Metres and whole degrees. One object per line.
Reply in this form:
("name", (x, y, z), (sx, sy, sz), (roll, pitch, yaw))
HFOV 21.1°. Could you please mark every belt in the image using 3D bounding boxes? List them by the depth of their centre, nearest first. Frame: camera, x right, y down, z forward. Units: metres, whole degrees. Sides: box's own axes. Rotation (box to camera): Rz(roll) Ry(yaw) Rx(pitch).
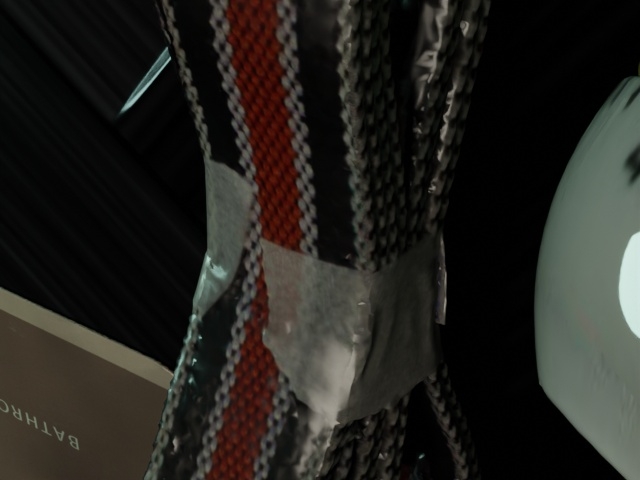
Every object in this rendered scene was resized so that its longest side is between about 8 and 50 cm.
("belt", (0.000, 0.000, 0.613), (0.094, 0.126, 0.359), (30, 132, 34))

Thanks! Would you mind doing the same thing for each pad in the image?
("pad", (-0.160, 0.091, 0.909), (0.266, 0.002, 0.176), (22, 134, 28))

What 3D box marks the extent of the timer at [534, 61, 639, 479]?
("timer", (0.209, -0.005, 0.354), (0.285, 0.285, 0.285), (23, 135, 26))
